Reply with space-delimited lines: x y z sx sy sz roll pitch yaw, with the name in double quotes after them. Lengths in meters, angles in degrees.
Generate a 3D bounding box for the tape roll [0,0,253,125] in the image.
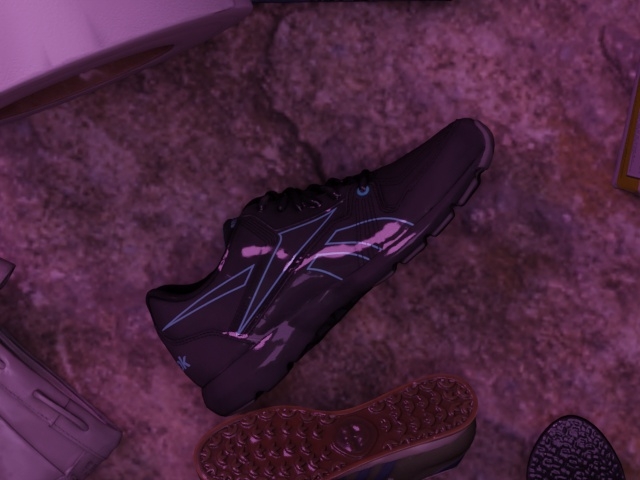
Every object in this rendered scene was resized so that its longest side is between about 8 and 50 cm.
-0.184 -0.176 1.208 0.246 0.246 0.169 -21 92 3 "tape roll"

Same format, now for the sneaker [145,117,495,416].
0.000 0.000 1.283 0.267 0.101 0.106 -42 89 3 "sneaker"

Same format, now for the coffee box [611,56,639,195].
0.387 -0.152 1.143 0.338 0.334 0.338 12 94 1 "coffee box"

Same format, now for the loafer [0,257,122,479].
-0.258 0.040 1.295 0.111 0.112 0.319 -36 99 -1 "loafer"

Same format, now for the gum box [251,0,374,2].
0.011 -0.254 1.297 0.157 0.041 0.184 0 94 2 "gum box"

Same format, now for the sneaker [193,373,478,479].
0.015 0.149 1.297 0.192 0.086 0.064 -14 58 -2 "sneaker"

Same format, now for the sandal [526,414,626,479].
0.191 0.199 1.322 0.067 0.040 0.179 -23 107 9 "sandal"
